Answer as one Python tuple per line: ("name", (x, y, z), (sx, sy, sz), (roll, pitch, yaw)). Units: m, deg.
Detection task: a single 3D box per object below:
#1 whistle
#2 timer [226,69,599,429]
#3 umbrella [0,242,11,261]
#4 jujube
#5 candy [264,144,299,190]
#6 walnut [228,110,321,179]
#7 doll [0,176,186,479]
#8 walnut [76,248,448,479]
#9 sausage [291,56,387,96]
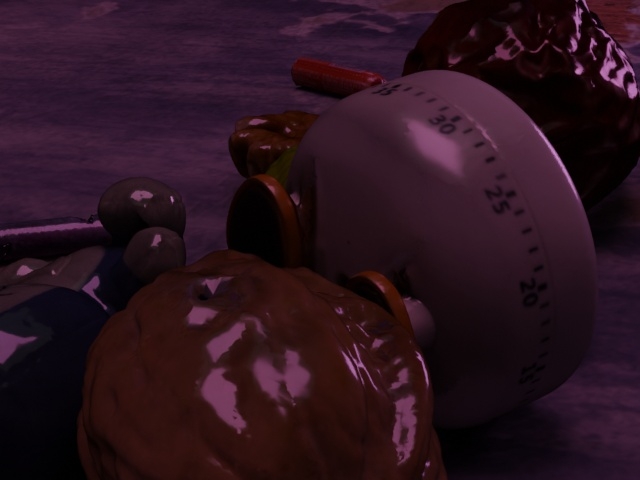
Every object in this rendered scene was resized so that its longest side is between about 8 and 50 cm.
("whistle", (-0.237, -0.002, 1.258), (0.176, 0.033, 0.033), (-6, 24, -6))
("timer", (0.092, 0.003, 0.960), (0.240, 0.233, 0.233), (-21, 29, -28))
("umbrella", (-0.290, 0.039, 1.195), (0.013, 0.022, 0.122), (31, 45, 12))
("jujube", (0.172, -0.132, 1.306), (0.216, 0.216, 0.342), (-1, 18, 7))
("candy", (0.000, 0.000, 1.153), (0.097, 0.096, 0.209), (-5, 30, -2))
("walnut", (0.001, -0.080, 1.353), (0.170, 0.069, 0.143), (1, 23, 8))
("doll", (-0.186, 0.077, 0.934), (0.228, 0.154, 0.258), (-29, 1, 33))
("walnut", (-0.034, 0.106, 0.788), (0.198, 0.198, 0.245), (-13, 30, -20))
("sausage", (0.025, -0.175, 1.607), (0.129, 0.034, 0.034), (18, 32, 39))
